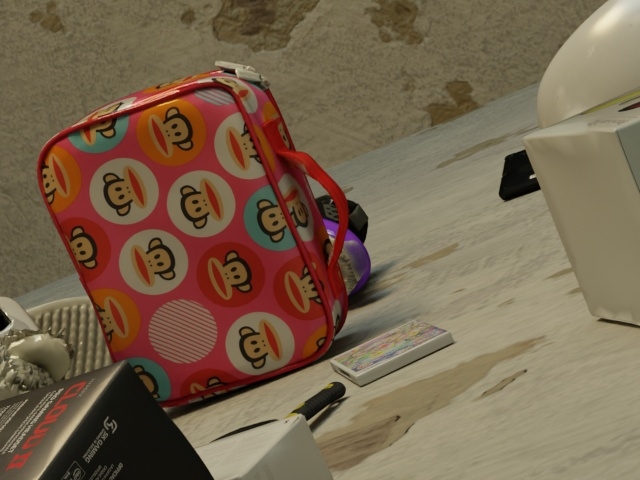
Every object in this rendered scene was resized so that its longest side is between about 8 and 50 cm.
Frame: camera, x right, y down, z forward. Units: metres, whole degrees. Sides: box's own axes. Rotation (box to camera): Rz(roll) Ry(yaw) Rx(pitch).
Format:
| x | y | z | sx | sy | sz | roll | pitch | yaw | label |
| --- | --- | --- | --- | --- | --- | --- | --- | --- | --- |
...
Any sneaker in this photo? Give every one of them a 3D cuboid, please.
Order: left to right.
| x | y | z | sx | sy | sz | roll | pitch | yaw | label |
| --- | --- | --- | --- | --- | --- | --- | --- | --- | --- |
| -0.368 | 0.163 | 1.985 | 0.366 | 0.135 | 0.150 | -26 | 10 | -25 | sneaker |
| -0.001 | -0.001 | 2.008 | 0.146 | 0.102 | 0.293 | -31 | 11 | -23 | sneaker |

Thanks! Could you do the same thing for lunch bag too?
| x | y | z | sx | sy | sz | roll | pitch | yaw | label |
| --- | --- | --- | --- | --- | --- | --- | --- | --- | --- |
| -0.100 | -0.008 | 1.716 | 0.258 | 0.293 | 0.120 | -18 | 9 | 16 | lunch bag |

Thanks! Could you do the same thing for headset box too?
| x | y | z | sx | sy | sz | roll | pitch | yaw | label |
| --- | --- | --- | --- | --- | --- | --- | --- | --- | --- |
| -0.209 | 0.196 | 1.047 | 0.293 | 0.110 | 0.218 | -19 | 24 | 35 | headset box |

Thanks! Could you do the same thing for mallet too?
| x | y | z | sx | sy | sz | roll | pitch | yaw | label |
| --- | --- | --- | --- | --- | --- | --- | --- | --- | --- |
| -0.016 | 0.136 | 1.400 | 0.062 | 0.039 | 0.190 | -21 | 3 | 33 | mallet |

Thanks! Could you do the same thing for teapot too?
| x | y | z | sx | sy | sz | roll | pitch | yaw | label |
| --- | --- | --- | --- | --- | --- | --- | --- | --- | --- |
| 0.317 | -0.098 | 1.496 | 0.256 | 0.187 | 0.252 | -39 | -25 | 13 | teapot |

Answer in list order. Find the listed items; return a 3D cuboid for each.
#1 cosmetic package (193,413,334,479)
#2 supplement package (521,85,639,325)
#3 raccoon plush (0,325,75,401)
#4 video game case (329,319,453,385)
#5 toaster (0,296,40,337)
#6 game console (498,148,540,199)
| x | y | z | sx | sy | sz | roll | pitch | yaw | label |
| --- | --- | --- | --- | --- | --- | --- | --- | --- | --- |
| -0.115 | 0.187 | 1.203 | 0.239 | 0.060 | 0.099 | -21 | 11 | 29 | cosmetic package |
| 0.284 | -0.048 | 1.292 | 0.203 | 0.149 | 0.194 | -24 | 6 | -12 | supplement package |
| -0.419 | 0.102 | 1.613 | 0.299 | 0.446 | 0.216 | -33 | -16 | -49 | raccoon plush |
| 0.059 | 0.094 | 1.563 | 0.087 | 0.011 | 0.122 | -24 | 7 | -8 | video game case |
| -0.343 | 0.152 | 1.810 | 0.227 | 0.129 | 0.146 | -25 | -30 | -26 | toaster |
| 0.285 | -0.084 | 2.195 | 0.122 | 0.071 | 0.107 | -20 | 37 | 33 | game console |
